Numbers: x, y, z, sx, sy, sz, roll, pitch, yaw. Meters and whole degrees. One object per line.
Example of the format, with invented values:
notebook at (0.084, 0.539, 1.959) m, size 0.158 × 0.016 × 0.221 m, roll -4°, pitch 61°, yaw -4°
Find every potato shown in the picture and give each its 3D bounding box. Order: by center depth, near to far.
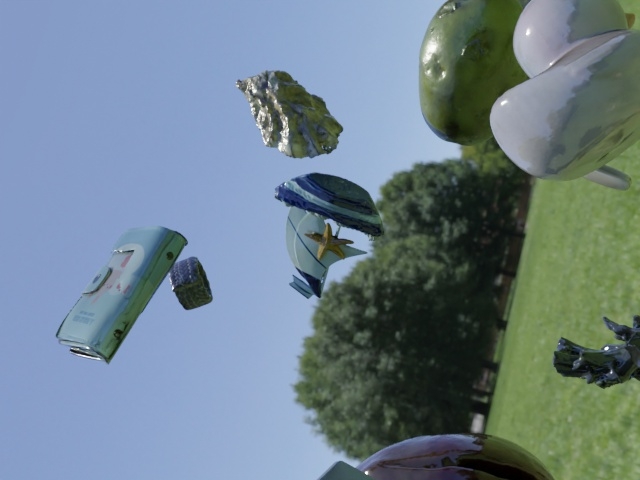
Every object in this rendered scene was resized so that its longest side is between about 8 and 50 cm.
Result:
potato at (0.243, -0.273, 1.357) m, size 0.186 × 0.148 × 0.253 m, roll -7°, pitch -53°, yaw -35°

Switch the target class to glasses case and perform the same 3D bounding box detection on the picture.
glasses case at (0.401, -0.094, 1.224) m, size 0.021 × 0.083 × 0.032 m, roll -58°, pitch -24°, yaw -18°

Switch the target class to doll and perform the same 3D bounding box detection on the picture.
doll at (0.294, -0.196, 1.001) m, size 0.251 × 0.221 × 0.221 m, roll -32°, pitch -31°, yaw -20°

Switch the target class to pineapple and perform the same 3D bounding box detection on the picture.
pineapple at (0.428, 0.107, 1.011) m, size 0.170 × 0.310 × 0.141 m, roll -8°, pitch -105°, yaw -57°

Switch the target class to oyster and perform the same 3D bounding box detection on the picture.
oyster at (-0.049, -0.222, 1.459) m, size 0.072 × 0.133 × 0.209 m, roll 71°, pitch 173°, yaw -58°

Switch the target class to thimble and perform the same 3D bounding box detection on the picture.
thimble at (-0.260, 0.086, 1.727) m, size 0.104 × 0.066 × 0.095 m, roll -110°, pitch -2°, yaw -65°

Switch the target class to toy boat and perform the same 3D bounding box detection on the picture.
toy boat at (0.000, 0.000, 1.626) m, size 0.067 × 0.221 × 0.291 m, roll -58°, pitch -12°, yaw -45°

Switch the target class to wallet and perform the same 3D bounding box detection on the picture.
wallet at (-0.348, 0.091, 1.500) m, size 0.075 × 0.176 × 0.250 m, roll 43°, pitch -116°, yaw -30°

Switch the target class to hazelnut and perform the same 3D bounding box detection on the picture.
hazelnut at (0.231, 0.547, 1.544) m, size 0.402 × 0.429 × 0.402 m, roll 24°, pitch -125°, yaw -40°

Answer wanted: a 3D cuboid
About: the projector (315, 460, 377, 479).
projector at (-0.004, 0.474, 1.248) m, size 0.192 × 0.099 × 0.256 m, roll -28°, pitch -44°, yaw -58°
